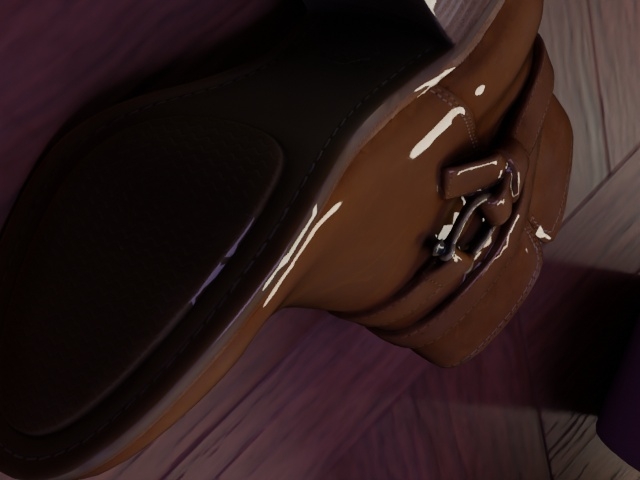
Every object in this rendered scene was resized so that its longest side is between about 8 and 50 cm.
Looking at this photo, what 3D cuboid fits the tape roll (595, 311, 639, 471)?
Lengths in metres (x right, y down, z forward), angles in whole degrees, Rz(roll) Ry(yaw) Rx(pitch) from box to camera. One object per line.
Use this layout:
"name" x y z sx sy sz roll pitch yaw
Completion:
"tape roll" 0.290 0.112 0.980 0.275 0.275 0.090 10 101 -54

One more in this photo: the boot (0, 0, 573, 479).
"boot" 0.000 0.000 0.711 0.283 0.109 0.220 -62 149 -17
